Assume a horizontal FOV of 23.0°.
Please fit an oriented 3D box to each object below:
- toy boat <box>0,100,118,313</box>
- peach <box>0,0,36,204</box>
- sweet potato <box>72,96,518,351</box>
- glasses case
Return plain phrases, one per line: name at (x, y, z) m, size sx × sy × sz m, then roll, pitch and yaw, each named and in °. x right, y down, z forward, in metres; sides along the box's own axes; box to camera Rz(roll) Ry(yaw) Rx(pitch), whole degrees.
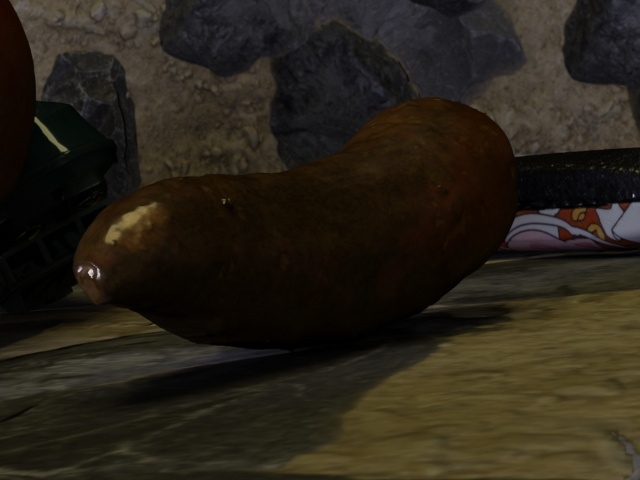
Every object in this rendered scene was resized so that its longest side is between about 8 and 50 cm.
toy boat at (-0.192, -0.017, 1.000) m, size 0.114 × 0.122 × 0.296 m, roll -31°, pitch 3°, yaw -24°
peach at (-0.272, -0.057, 0.796) m, size 0.252 × 0.252 × 0.252 m, roll -6°, pitch 3°, yaw 0°
sweet potato at (-0.001, 0.002, 0.684) m, size 0.097 × 0.097 × 0.292 m, roll -3°, pitch 12°, yaw 37°
glasses case at (0.174, -0.027, 1.055) m, size 0.103 × 0.067 × 0.267 m, roll -10°, pitch 6°, yaw -40°
